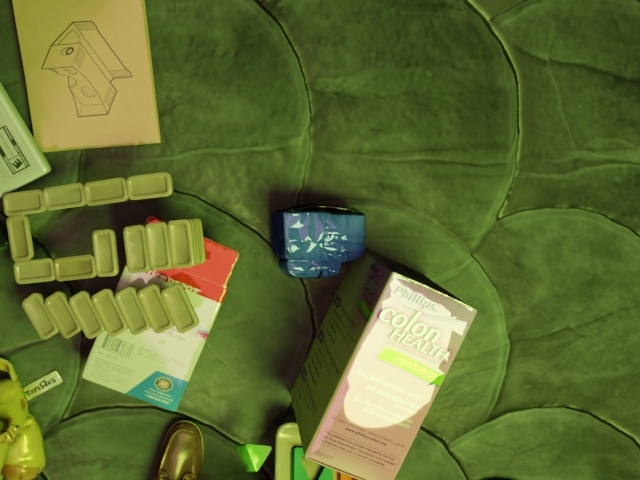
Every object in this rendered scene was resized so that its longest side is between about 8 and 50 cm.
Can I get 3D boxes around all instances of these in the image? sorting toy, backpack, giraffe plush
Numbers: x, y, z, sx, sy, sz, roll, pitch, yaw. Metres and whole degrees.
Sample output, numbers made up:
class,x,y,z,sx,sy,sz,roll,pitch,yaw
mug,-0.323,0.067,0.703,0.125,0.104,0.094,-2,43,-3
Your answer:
class,x,y,z,sx,sy,sz,roll,pitch,yaw
sorting toy,0.024,0.356,0.925,0.347,0.047,0.196,14,66,-29
backpack,0.000,0.000,0.912,0.120,0.098,0.101,-3,97,-16
giraffe plush,-0.436,0.260,0.851,0.210,0.170,0.181,-45,101,0

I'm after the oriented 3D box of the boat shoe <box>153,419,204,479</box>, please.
class,x,y,z,sx,sy,sz,roll,pitch,yaw
boat shoe,-0.204,0.344,0.949,0.064,0.060,0.178,13,96,-9

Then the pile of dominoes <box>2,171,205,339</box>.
class,x,y,z,sx,sy,sz,roll,pitch,yaw
pile of dominoes,-0.269,0.023,0.849,0.251,0.040,0.196,-6,93,14

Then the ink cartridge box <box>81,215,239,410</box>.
class,x,y,z,sx,sy,sz,roll,pitch,yaw
ink cartridge box,-0.210,0.092,0.904,0.134,0.078,0.231,23,94,-9

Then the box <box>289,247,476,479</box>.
class,x,y,z,sx,sy,sz,roll,pitch,yaw
box,0.069,0.152,0.881,0.117,0.213,0.243,24,94,-10

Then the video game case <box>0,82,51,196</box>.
class,x,y,z,sx,sy,sz,roll,pitch,yaw
video game case,-0.489,-0.141,0.852,0.206,0.026,0.227,-27,101,3

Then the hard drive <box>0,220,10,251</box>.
class,x,y,z,sx,sy,sz,roll,pitch,yaw
hard drive,-0.495,0.066,0.731,0.236,0.339,0.064,-37,99,0

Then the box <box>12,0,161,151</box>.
class,x,y,z,sx,sy,sz,roll,pitch,yaw
box,-0.301,-0.221,0.878,0.164,0.021,0.201,-6,99,-6
